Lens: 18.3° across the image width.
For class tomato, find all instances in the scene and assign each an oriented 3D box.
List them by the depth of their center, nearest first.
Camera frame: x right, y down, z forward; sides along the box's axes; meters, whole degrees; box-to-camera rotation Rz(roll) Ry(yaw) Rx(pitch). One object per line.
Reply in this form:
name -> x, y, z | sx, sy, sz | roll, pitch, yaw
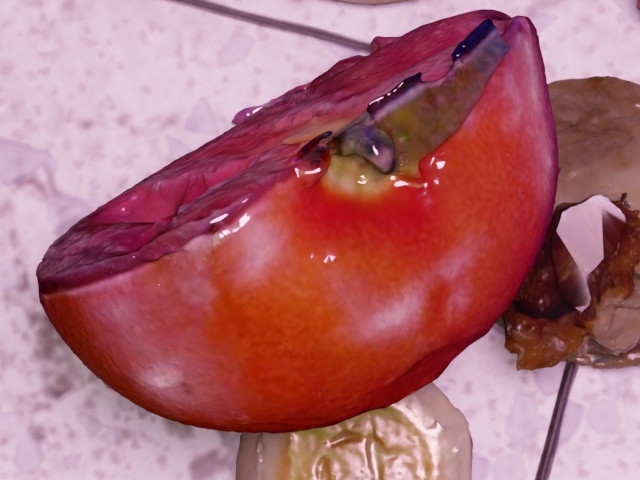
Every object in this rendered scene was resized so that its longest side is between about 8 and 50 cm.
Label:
tomato -> 0.005, 0.001, 1.203 | 0.335, 0.290, 0.176 | -35, 105, -17

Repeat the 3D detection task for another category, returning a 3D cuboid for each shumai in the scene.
shumai -> 0.170, -0.009, 1.262 | 0.201, 0.120, 0.201 | 0, 89, 5

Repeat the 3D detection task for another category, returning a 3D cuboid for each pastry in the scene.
pastry -> 0.022, 0.146, 1.276 | 0.166, 0.088, 0.165 | 0, 84, 3

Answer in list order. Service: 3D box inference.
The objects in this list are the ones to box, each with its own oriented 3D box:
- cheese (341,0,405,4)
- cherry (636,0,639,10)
cheese -> 0.032, -0.301, 1.302 | 0.163, 0.082, 0.286 | -4, 85, 1
cherry -> 0.315, -0.206, 1.222 | 0.239, 0.206, 0.239 | -1, 95, -8
